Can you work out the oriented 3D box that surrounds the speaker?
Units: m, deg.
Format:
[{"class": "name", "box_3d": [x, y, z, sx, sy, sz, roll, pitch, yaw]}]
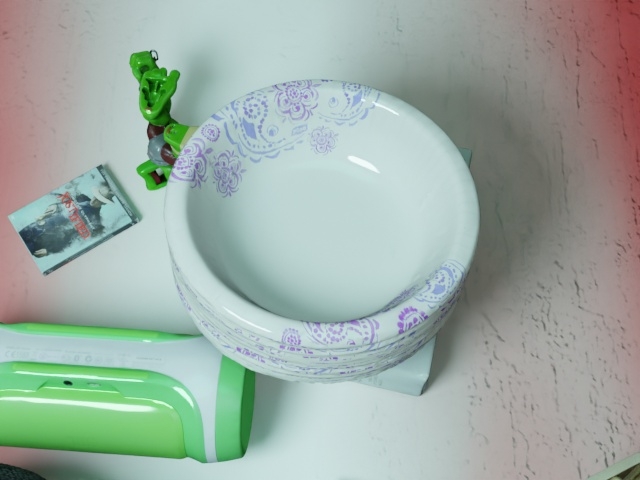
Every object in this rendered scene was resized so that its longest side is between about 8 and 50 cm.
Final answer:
[{"class": "speaker", "box_3d": [-0.216, 0.143, 0.982, 0.297, 0.131, 0.131, 4, 63, 3]}]

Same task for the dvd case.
[{"class": "dvd case", "box_3d": [-0.274, -0.024, 1.132, 0.119, 0.013, 0.087, -30, 66, -14]}]

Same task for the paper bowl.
[{"class": "paper bowl", "box_3d": [0.000, 0.000, 0.966, 0.284, 0.148, 0.284, 1, 58, -2]}]

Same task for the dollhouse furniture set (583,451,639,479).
[{"class": "dollhouse furniture set", "box_3d": [0.323, 0.263, 0.910, 0.144, 0.123, 0.151, -24, 65, -10]}]

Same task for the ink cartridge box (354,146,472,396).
[{"class": "ink cartridge box", "box_3d": [0.020, 0.006, 1.086, 0.239, 0.060, 0.275, 12, 64, 6]}]

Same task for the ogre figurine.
[{"class": "ogre figurine", "box_3d": [-0.157, -0.104, 1.112, 0.197, 0.118, 0.097, 41, 67, 18]}]

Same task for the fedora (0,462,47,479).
[{"class": "fedora", "box_3d": [-0.311, 0.294, 0.873, 0.334, 0.334, 0.152, 10, 29, 6]}]
